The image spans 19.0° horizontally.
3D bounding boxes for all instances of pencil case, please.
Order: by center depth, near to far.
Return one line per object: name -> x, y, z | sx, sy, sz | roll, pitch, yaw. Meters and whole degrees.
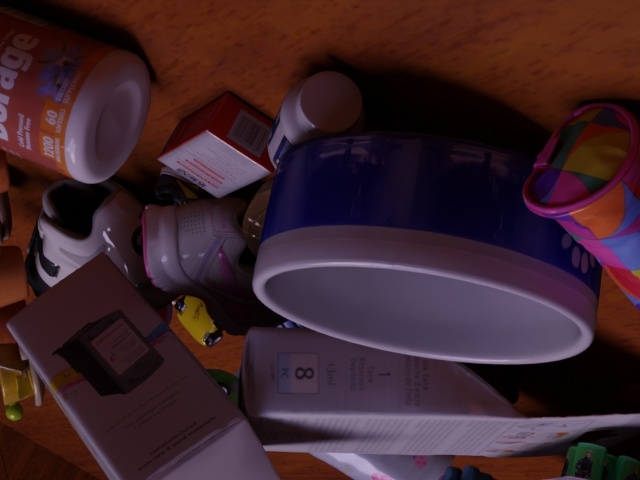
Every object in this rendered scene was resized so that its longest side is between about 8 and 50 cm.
pencil case -> 0.239, 0.002, 1.353 | 0.104, 0.104, 0.236 | 8, 153, 47
pencil case -> 0.029, 0.210, 2.227 | 0.273, 0.113, 0.124 | 29, 178, -6

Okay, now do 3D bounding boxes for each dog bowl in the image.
dog bowl -> 0.085, 0.011, 1.475 | 0.264, 0.104, 0.265 | 9, 164, 3

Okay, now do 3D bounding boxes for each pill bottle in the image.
pill bottle -> -0.001, -0.090, 1.497 | 0.067, 0.067, 0.120 | 28, 163, -1
pill bottle -> -0.266, -0.138, 1.666 | 0.216, 0.121, 0.121 | 21, 161, 19

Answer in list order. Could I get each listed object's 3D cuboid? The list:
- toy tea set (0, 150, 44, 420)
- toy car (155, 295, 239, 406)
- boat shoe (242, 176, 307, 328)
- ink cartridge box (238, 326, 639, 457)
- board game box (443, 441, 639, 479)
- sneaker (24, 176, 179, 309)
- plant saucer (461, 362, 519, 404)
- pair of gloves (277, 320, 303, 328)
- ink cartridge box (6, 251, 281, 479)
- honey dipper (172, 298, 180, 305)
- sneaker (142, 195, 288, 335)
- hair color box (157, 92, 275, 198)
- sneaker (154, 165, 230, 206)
toy tea set -> -0.396, 0.030, 2.130 | 0.124, 0.336, 0.200 | -11, -162, -12
toy car -> -0.131, 0.126, 2.134 | 0.239, 0.053, 0.225 | -1, 117, 54
boat shoe -> 0.000, 0.000, 1.731 | 0.104, 0.089, 0.285 | 27, 161, 15
ink cartridge box -> 0.114, 0.148, 1.841 | 0.384, 0.091, 0.308 | 0, 168, -3
board game box -> 0.353, 0.296, 1.961 | 0.389, 0.050, 0.390 | 19, 165, -13
sneaker -> -0.250, -0.011, 2.050 | 0.146, 0.122, 0.330 | 52, 154, -20
plant saucer -> 0.115, 0.102, 1.918 | 0.198, 0.036, 0.198 | 25, 163, 8
pair of gloves -> -0.103, 0.054, 2.135 | 0.198, 0.023, 0.159 | 15, 157, 33
ink cartridge box -> -0.150, 0.188, 1.825 | 0.306, 0.131, 0.226 | 43, 164, 48
honey dipper -> -0.168, 0.075, 2.279 | 0.160, 0.030, 0.030 | 26, 163, 1
sneaker -> -0.068, 0.024, 1.857 | 0.111, 0.103, 0.252 | -13, 162, 24
hair color box -> -0.086, -0.082, 1.686 | 0.072, 0.043, 0.141 | 33, 161, -16
sneaker -> -0.124, -0.043, 1.866 | 0.083, 0.035, 0.031 | 21, 162, 20
